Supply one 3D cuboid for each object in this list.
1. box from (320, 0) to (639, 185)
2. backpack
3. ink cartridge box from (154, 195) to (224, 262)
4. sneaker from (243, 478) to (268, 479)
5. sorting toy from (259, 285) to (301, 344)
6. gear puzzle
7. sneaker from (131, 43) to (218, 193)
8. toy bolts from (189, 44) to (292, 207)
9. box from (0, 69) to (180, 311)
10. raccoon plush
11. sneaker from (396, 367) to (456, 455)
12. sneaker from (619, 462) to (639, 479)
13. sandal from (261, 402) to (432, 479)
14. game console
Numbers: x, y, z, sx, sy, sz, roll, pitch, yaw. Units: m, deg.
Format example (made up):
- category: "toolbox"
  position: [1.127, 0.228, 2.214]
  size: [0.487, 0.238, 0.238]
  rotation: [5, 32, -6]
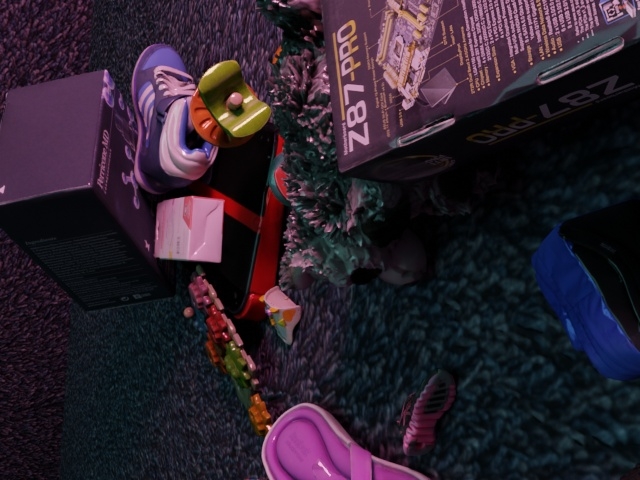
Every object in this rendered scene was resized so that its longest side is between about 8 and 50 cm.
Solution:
- category: "box"
  position: [0.122, -0.270, 0.492]
  size: [0.318, 0.097, 0.395]
  rotation: [-19, 72, 47]
- category: "backpack"
  position: [0.231, 0.044, 0.530]
  size: [0.101, 0.098, 0.120]
  rotation: [98, 149, -59]
- category: "ink cartridge box"
  position: [-0.250, -0.019, 1.305]
  size: [0.198, 0.067, 0.115]
  rotation: [1, 87, 59]
- category: "sneaker"
  position: [-0.089, 0.489, 1.120]
  size: [0.087, 0.083, 0.221]
  rotation: [-44, 56, 43]
- category: "sorting toy"
  position: [-0.063, 0.126, 1.120]
  size: [0.083, 0.044, 0.075]
  rotation: [35, 139, 56]
- category: "gear puzzle"
  position: [-0.165, 0.218, 1.230]
  size: [0.339, 0.044, 0.175]
  rotation: [56, 153, 31]
- category: "sneaker"
  position: [-0.256, -0.256, 1.309]
  size: [0.236, 0.130, 0.323]
  rotation: [-18, 67, 49]
- category: "toy bolts"
  position: [-0.053, -0.161, 1.008]
  size: [0.228, 0.218, 0.158]
  rotation: [57, 165, -7]
- category: "box"
  position: [-0.452, -0.085, 1.402]
  size: [0.395, 0.211, 0.294]
  rotation: [69, -167, -55]
- category: "raccoon plush"
  position: [0.000, -0.144, 0.763]
  size: [0.299, 0.216, 0.446]
  rotation: [-28, 87, 58]
- category: "sneaker"
  position: [0.114, 0.186, 0.794]
  size: [0.057, 0.047, 0.119]
  rotation: [-115, 37, -56]
- category: "sneaker"
  position: [0.266, 0.160, 0.513]
  size: [0.170, 0.051, 0.089]
  rotation: [-31, 63, 52]
- category: "sandal"
  position: [0.010, 0.308, 0.845]
  size: [0.169, 0.102, 0.416]
  rotation: [-54, 26, -12]
- category: "game console"
  position: [-0.163, -0.061, 1.286]
  size: [0.386, 0.060, 0.342]
  rotation: [29, 110, 57]
